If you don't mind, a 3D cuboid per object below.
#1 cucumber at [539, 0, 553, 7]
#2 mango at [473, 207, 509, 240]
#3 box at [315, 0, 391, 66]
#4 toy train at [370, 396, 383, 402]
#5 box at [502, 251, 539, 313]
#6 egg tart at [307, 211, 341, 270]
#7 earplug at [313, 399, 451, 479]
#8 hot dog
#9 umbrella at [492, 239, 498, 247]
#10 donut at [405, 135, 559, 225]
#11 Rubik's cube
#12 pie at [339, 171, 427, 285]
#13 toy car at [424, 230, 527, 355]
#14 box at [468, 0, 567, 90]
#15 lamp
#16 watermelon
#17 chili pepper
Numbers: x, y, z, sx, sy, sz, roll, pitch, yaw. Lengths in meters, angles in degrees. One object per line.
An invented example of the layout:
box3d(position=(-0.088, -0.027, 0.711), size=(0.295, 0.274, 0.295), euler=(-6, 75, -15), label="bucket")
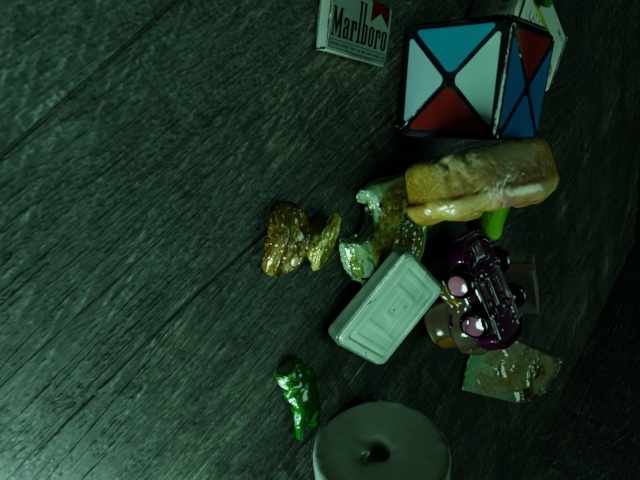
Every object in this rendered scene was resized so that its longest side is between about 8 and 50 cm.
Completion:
box3d(position=(0.519, -0.604, 1.161), size=(0.168, 0.039, 0.039), euler=(35, 77, -45), label="cucumber")
box3d(position=(0.519, -0.105, 1.501), size=(0.125, 0.111, 0.232), euler=(-35, 128, -30), label="mango")
box3d(position=(0.065, -0.409, 0.952), size=(0.178, 0.036, 0.115), euler=(-6, 108, -46), label="box")
box3d(position=(0.166, 0.515, 1.379), size=(0.047, 0.043, 0.207), euler=(-29, 123, -41), label="toy train")
box3d(position=(0.566, 0.128, 1.555), size=(0.215, 0.215, 0.086), euler=(63, 39, -39), label="box")
box3d(position=(0.000, 0.000, 1.004), size=(0.129, 0.050, 0.128), euler=(21, 90, -78), label="egg tart")
box3d(position=(0.153, 0.647, 1.209), size=(0.313, 0.313, 0.393), euler=(-28, 123, -39), label="earplug")
box3d(position=(-0.067, 0.000, 0.930), size=(0.099, 0.065, 0.147), euler=(2, 100, -58), label="hot dog")
box3d(position=(0.572, 0.008, 1.651), size=(0.037, 0.040, 0.143), euler=(-32, 124, -26), label="umbrella")
box3d(position=(0.343, -0.125, 1.074), size=(0.317, 0.299, 0.149), euler=(-14, 95, -45), label="donut")
box3d(position=(0.349, -0.355, 1.123), size=(0.247, 0.250, 0.248), euler=(-12, 109, -46), label="Rubik's cube")
box3d(position=(0.162, -0.017, 1.173), size=(0.303, 0.067, 0.302), euler=(-20, 118, -42), label="pie")
box3d(position=(0.410, 0.159, 1.411), size=(0.271, 0.241, 0.340), euler=(-19, 89, -44), label="toy car")
box3d(position=(0.529, -0.556, 1.324), size=(0.333, 0.145, 0.173), euler=(24, 83, -50), label="box")
box3d(position=(0.167, 0.167, 1.202), size=(0.266, 0.047, 0.269), euler=(-52, 141, -1), label="lamp")
box3d(position=(0.669, 0.464, 1.800), size=(0.151, 0.302, 0.263), euler=(-32, 142, -79), label="watermelon")
box3d(position=(-0.036, 0.349, 1.089), size=(0.098, 0.061, 0.224), euler=(-43, 130, -38), label="chili pepper")
